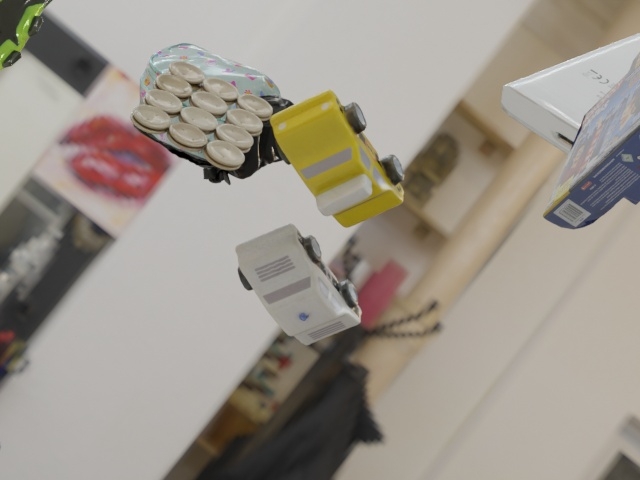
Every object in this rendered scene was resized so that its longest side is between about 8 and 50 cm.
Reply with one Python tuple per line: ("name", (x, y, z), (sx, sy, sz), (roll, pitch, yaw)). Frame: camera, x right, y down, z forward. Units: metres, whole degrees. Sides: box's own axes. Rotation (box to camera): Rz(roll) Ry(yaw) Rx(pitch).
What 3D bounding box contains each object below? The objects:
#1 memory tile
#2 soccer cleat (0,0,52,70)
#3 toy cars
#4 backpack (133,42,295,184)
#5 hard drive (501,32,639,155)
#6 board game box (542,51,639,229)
("memory tile", (-0.110, -0.118, 1.540), (0.113, 0.012, 0.148), (26, 31, 0))
("soccer cleat", (-0.292, -0.210, 1.406), (0.121, 0.289, 0.093), (4, -50, 35))
("toy cars", (0.000, 0.000, 1.912), (0.176, 0.394, 0.087), (6, 44, -12))
("backpack", (-0.127, -0.151, 1.921), (0.182, 0.115, 0.152), (26, 25, 26))
("hard drive", (0.432, -0.178, 2.047), (0.233, 0.353, 0.047), (39, -41, 39))
("board game box", (0.314, -0.121, 1.611), (0.060, 0.194, 0.194), (32, -33, -6))
